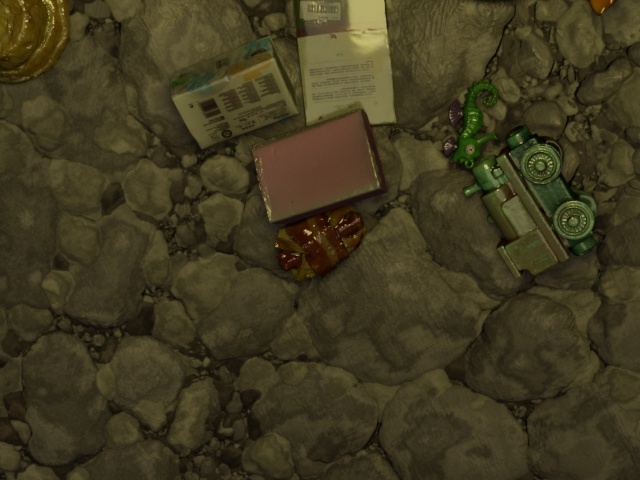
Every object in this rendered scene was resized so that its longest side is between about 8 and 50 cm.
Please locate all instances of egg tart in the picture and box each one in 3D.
[{"bbox_3d":[-0.676,-0.469,1.883,0.290,0.115,0.290,1,103,3],"label":"egg tart"}]

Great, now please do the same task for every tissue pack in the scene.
[{"bbox_3d":[-0.181,-0.322,1.886,0.229,0.145,0.159,-19,135,9],"label":"tissue pack"}]

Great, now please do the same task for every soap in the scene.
[{"bbox_3d":[-0.002,-0.153,1.891,0.259,0.081,0.181,-18,82,16],"label":"soap"}]

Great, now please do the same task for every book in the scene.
[{"bbox_3d":[0.053,-0.380,1.898,0.201,0.026,0.290,-3,104,5],"label":"book"}]

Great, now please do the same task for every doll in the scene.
[{"bbox_3d":[0.323,-0.246,1.890,0.115,0.050,0.190,8,88,21],"label":"doll"}]

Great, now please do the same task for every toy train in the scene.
[{"bbox_3d":[0.443,-0.081,1.889,0.221,0.150,0.304,-30,93,24],"label":"toy train"}]

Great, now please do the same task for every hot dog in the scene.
[{"bbox_3d":[0.000,0.000,1.959,0.213,0.103,0.146,-35,97,10],"label":"hot dog"}]

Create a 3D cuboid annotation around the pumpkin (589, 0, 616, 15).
[{"bbox_3d":[0.611,-0.587,1.701,0.290,0.095,0.258,-22,123,-29],"label":"pumpkin"}]
